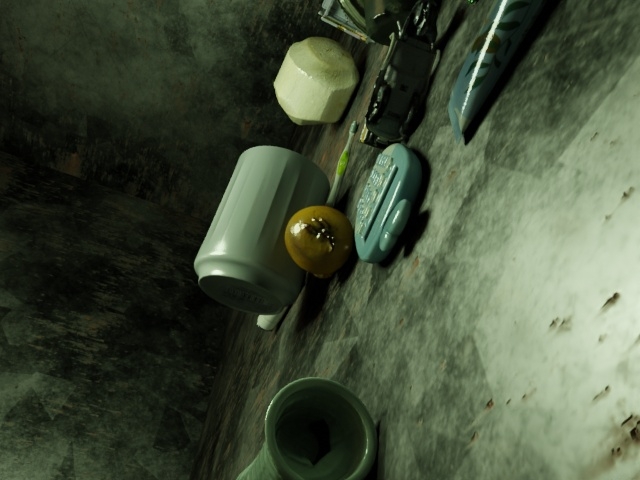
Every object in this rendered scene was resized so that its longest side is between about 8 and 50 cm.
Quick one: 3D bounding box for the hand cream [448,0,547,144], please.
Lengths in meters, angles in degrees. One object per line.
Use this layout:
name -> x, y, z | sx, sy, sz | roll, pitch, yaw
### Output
hand cream -> 0.217, -0.246, 0.674 | 0.091, 0.058, 0.271 | -92, 18, -45

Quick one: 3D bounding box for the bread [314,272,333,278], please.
bread -> 0.011, 0.037, 1.213 | 0.110, 0.044, 0.083 | -122, 55, -75

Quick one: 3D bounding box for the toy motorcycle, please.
toy motorcycle -> 0.144, -0.293, 1.004 | 0.157, 0.091, 0.263 | -107, 35, -79

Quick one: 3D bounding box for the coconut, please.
coconut -> -0.016, -0.462, 1.702 | 0.266, 0.237, 0.237 | -53, 20, 44

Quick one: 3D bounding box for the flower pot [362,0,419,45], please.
flower pot -> 0.152, -0.462, 1.125 | 0.157, 0.157, 0.107 | 143, 132, -71

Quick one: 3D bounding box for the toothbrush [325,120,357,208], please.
toothbrush -> 0.054, -0.187, 1.436 | 0.026, 0.022, 0.263 | 104, -177, -77

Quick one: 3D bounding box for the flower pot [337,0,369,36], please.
flower pot -> 0.141, -0.577, 1.261 | 0.140, 0.235, 0.235 | -29, 38, 40

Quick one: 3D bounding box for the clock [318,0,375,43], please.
clock -> 0.114, -0.651, 1.507 | 0.083, 0.186, 0.253 | -69, 10, -19

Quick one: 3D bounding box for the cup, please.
cup -> -0.114, 0.004, 1.315 | 0.323, 0.237, 0.327 | 52, -134, -49

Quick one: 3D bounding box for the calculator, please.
calculator -> 0.106, -0.063, 0.922 | 0.302, 0.042, 0.188 | -98, 30, -68

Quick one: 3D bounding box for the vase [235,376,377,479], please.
vase -> -0.042, 0.319, 0.776 | 0.299, 0.143, 0.143 | 115, 168, -47

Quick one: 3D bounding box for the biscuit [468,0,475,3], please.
biscuit -> 0.246, -0.410, 0.891 | 0.046, 0.016, 0.089 | 122, 163, -47

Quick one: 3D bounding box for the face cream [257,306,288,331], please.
face cream -> -0.102, 0.157, 1.541 | 0.243, 0.058, 0.092 | -55, 12, 37

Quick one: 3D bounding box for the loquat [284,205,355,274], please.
loquat -> 0.000, 0.000, 1.104 | 0.141, 0.141, 0.141 | -161, 90, -79
